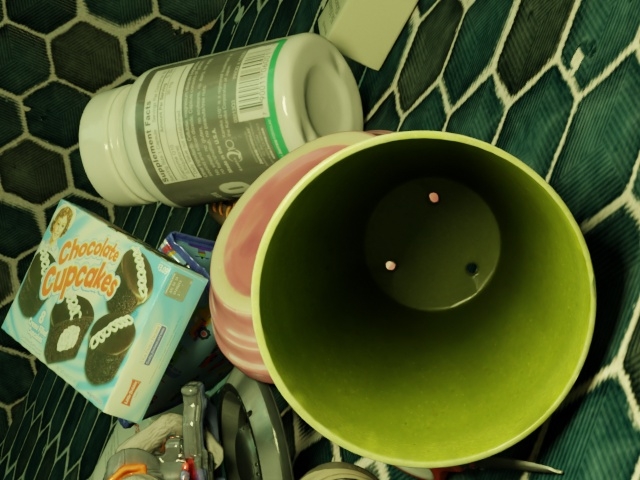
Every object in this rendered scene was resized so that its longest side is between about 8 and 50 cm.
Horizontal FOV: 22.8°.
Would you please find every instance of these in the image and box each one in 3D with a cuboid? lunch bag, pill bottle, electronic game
[{"bbox_3d":[-0.134,0.113,2.048,0.221,0.293,0.138,-48,66,22],"label":"lunch bag"},{"bbox_3d":[-0.141,-0.155,2.181,0.361,0.204,0.204,-8,53,31],"label":"pill bottle"},{"bbox_3d":[-0.069,0.251,1.796,0.229,0.048,0.229,171,90,-73],"label":"electronic game"}]

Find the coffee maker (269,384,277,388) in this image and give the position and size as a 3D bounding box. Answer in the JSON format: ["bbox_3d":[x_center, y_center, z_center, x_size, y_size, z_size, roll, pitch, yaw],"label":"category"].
[{"bbox_3d":[-0.008,0.083,1.849,0.171,0.120,0.178,-27,43,65],"label":"coffee maker"}]

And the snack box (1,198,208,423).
[{"bbox_3d":[-0.269,0.078,1.916,0.322,0.060,0.187,25,90,55],"label":"snack box"}]

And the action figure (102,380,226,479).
[{"bbox_3d":[-0.191,0.346,1.862,0.330,0.178,0.341,82,-176,-80],"label":"action figure"}]

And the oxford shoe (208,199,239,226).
[{"bbox_3d":[-0.099,-0.028,2.282,0.130,0.132,0.364,-65,16,7],"label":"oxford shoe"}]

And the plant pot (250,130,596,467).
[{"bbox_3d":[0.092,0.025,1.400,0.275,0.274,0.293,-64,0,11],"label":"plant pot"}]

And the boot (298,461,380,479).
[{"bbox_3d":[-0.020,0.408,1.417,0.377,0.138,0.284,-60,16,3],"label":"boot"}]

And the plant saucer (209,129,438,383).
[{"bbox_3d":[0.000,0.000,1.749,0.332,0.084,0.332,-27,39,24],"label":"plant saucer"}]

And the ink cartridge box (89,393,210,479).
[{"bbox_3d":[-0.258,0.359,2.291,0.283,0.117,0.207,-64,16,13],"label":"ink cartridge box"}]

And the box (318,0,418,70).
[{"bbox_3d":[0.100,-0.385,2.196,0.275,0.094,0.113,-60,17,22],"label":"box"}]

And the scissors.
[{"bbox_3d":[0.128,0.194,1.397,0.021,0.109,0.297,-44,31,-23],"label":"scissors"}]
